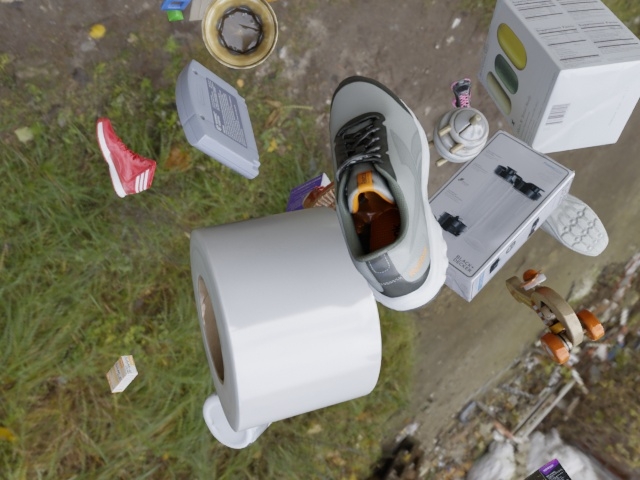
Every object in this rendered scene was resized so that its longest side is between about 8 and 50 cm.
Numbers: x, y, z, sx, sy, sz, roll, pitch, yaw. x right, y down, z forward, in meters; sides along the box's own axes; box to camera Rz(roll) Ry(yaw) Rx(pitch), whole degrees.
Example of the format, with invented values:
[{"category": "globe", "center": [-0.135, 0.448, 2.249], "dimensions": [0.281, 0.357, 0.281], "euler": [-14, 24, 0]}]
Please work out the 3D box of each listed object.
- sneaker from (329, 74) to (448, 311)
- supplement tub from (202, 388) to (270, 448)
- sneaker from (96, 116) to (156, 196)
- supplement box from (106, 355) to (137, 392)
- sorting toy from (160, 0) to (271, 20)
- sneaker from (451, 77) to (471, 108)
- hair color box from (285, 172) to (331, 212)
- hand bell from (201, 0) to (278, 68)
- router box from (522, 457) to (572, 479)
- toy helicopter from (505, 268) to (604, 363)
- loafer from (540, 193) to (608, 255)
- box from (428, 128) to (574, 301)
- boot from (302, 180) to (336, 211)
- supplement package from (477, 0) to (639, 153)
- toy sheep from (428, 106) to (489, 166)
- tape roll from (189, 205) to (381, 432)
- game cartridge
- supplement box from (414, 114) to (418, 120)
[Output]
[{"category": "sneaker", "center": [0.058, -0.069, 0.625], "dimensions": [0.100, 0.272, 0.108], "euler": [-23, 147, 20]}, {"category": "supplement tub", "center": [-0.121, 0.290, 1.174], "dimensions": [0.190, 0.117, 0.117], "euler": [-37, 153, -54]}, {"category": "sneaker", "center": [-0.523, -0.238, 1.707], "dimensions": [0.127, 0.087, 0.221], "euler": [-13, 110, 0]}, {"category": "supplement box", "center": [-0.566, 0.380, 1.772], "dimensions": [0.036, 0.062, 0.098], "euler": [8, 133, -48]}, {"category": "sorting toy", "center": [-0.255, -0.647, 1.652], "dimensions": [0.347, 0.047, 0.196], "euler": [-14, 180, -18]}, {"category": "sneaker", "center": [0.328, -0.323, 1.423], "dimensions": [0.047, 0.057, 0.119], "euler": [-16, 158, 9]}, {"category": "hair color box", "center": [0.000, 0.000, 1.445], "dimensions": [0.110, 0.339, 0.185], "euler": [-26, 113, 16]}, {"category": "hand bell", "center": [-0.146, -0.376, 1.142], "dimensions": [0.126, 0.126, 0.242], "euler": [-52, -167, 7]}, {"category": "router box", "center": [0.448, 0.495, 1.173], "dimensions": [0.046, 0.133, 0.179], "euler": [-27, 152, -11]}, {"category": "toy helicopter", "center": [0.588, 0.161, 1.695], "dimensions": [0.140, 0.355, 0.235], "euler": [-34, 105, 0]}, {"category": "loafer", "center": [0.565, -0.081, 1.527], "dimensions": [0.112, 0.319, 0.111], "euler": [-49, -175, 9]}, {"category": "box", "center": [0.302, -0.051, 1.136], "dimensions": [0.290, 0.169, 0.087], "euler": [-45, 152, -14]}, {"category": "boot", "center": [0.007, -0.058, 0.913], "dimensions": [0.059, 0.085, 0.158], "euler": [14, 148, -19]}, {"category": "supplement package", "center": [0.469, -0.338, 1.230], "dimensions": [0.197, 0.263, 0.199], "euler": [-9, 141, -10]}, {"category": "toy sheep", "center": [0.214, -0.162, 0.956], "dimensions": [0.091, 0.091, 0.132], "euler": [-39, -178, -15]}, {"category": "tape roll", "center": [-0.053, 0.091, 0.762], "dimensions": [0.169, 0.246, 0.246], "euler": [-11, 137, -19]}, {"category": "game cartridge", "center": [-0.240, -0.285, 1.429], "dimensions": [0.060, 0.294, 0.196], "euler": [-36, 136, 21]}, {"category": "supplement box", "center": [0.176, -0.377, 1.923], "dimensions": [0.239, 0.073, 0.130], "euler": [27, 128, -26]}]
